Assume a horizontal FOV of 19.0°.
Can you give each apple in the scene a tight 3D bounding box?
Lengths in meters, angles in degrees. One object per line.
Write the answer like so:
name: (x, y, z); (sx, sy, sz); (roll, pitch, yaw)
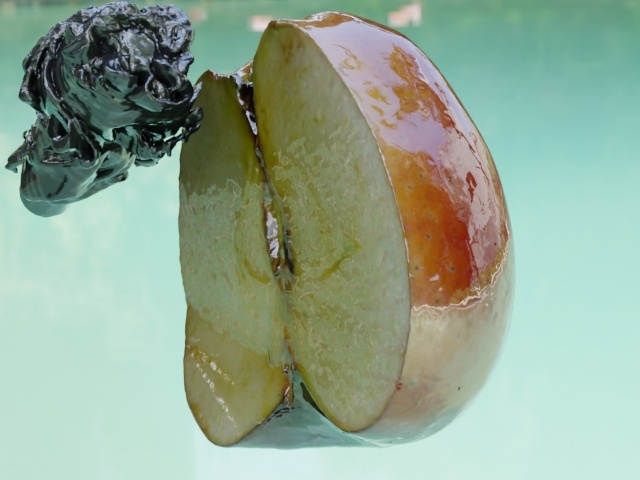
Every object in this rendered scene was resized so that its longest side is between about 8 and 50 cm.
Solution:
apple: (0.000, 0.000, 1.585); (0.328, 0.365, 0.295); (-13, -13, 14)

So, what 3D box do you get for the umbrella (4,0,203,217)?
umbrella: (-0.215, -0.097, 1.665); (0.154, 0.128, 0.336); (14, -27, -30)
